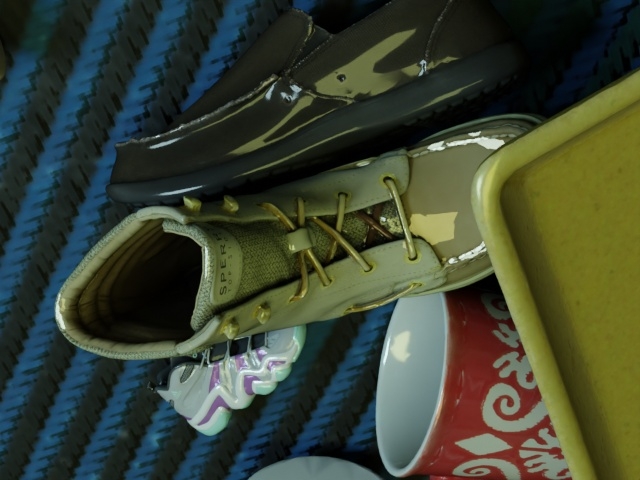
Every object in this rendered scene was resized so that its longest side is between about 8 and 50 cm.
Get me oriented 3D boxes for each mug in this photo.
[{"bbox_3d":[0.123,0.101,0.655,0.169,0.113,0.150,9,116,-13],"label":"mug"}]

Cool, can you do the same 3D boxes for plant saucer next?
[{"bbox_3d":[0.238,0.017,0.548,0.332,0.081,0.333,-29,118,-10],"label":"plant saucer"}]

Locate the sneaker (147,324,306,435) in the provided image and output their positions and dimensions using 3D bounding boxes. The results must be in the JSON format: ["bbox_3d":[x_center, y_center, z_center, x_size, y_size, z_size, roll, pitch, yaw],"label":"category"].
[{"bbox_3d":[-0.060,0.065,0.662,0.069,0.038,0.098,38,110,-22],"label":"sneaker"}]

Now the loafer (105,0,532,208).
[{"bbox_3d":[-0.009,-0.074,0.577,0.220,0.080,0.078,-20,86,9],"label":"loafer"}]

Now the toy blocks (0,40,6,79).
[{"bbox_3d":[-0.246,-0.098,0.553,0.148,0.054,0.123,-24,117,10],"label":"toy blocks"}]

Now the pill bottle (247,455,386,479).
[{"bbox_3d":[-0.008,0.255,0.717,0.131,0.131,0.229,3,119,-5],"label":"pill bottle"}]

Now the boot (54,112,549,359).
[{"bbox_3d":[0.000,0.000,0.534,0.213,0.165,0.077,-21,83,29],"label":"boot"}]
